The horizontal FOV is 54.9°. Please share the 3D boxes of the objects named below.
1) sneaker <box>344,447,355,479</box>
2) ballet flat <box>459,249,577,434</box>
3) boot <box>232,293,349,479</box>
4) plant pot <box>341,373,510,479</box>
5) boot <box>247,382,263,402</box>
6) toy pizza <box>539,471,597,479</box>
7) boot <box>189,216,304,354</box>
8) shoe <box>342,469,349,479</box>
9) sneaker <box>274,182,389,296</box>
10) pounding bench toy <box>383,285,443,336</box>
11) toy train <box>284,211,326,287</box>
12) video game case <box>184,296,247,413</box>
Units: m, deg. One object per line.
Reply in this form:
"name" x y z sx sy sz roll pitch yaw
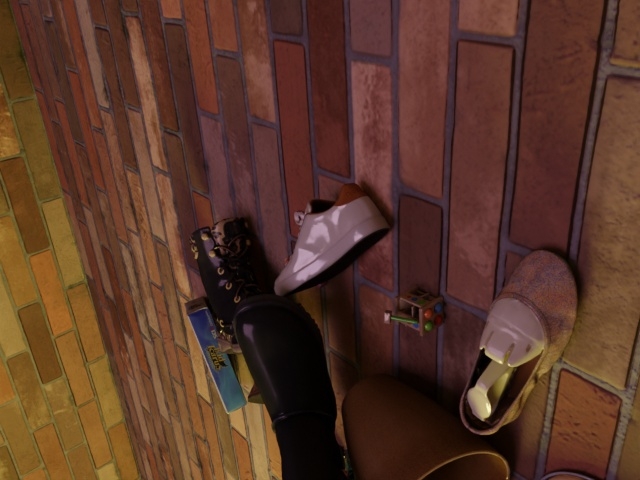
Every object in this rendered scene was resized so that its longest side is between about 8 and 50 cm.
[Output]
"sneaker" 0.079 0.480 1.307 0.166 0.076 0.065 -25 88 56
"ballet flat" 0.259 0.158 0.839 0.107 0.106 0.316 35 135 37
"boot" -0.037 0.350 0.996 0.445 0.146 0.367 -95 -18 -56
"plant pot" 0.144 0.350 1.039 0.254 0.237 0.237 -129 33 -51
"boot" -0.105 0.319 1.468 0.305 0.112 0.115 122 148 -56
"toy pizza" 0.394 0.430 0.890 0.201 0.032 0.201 31 134 40
"boot" -0.166 0.091 1.322 0.377 0.138 0.284 -25 82 64
"shoe" 0.013 0.557 1.461 0.178 0.063 0.081 -31 84 51
"sneaker" 0.000 0.000 1.097 0.290 0.106 0.123 -40 72 40
"pounding bench toy" 0.150 0.119 0.982 0.065 0.083 0.052 22 127 46
"toy train" -0.040 0.032 1.218 0.125 0.046 0.166 37 137 35
"video game case" -0.280 0.291 1.622 0.244 0.061 0.269 -178 66 -75
